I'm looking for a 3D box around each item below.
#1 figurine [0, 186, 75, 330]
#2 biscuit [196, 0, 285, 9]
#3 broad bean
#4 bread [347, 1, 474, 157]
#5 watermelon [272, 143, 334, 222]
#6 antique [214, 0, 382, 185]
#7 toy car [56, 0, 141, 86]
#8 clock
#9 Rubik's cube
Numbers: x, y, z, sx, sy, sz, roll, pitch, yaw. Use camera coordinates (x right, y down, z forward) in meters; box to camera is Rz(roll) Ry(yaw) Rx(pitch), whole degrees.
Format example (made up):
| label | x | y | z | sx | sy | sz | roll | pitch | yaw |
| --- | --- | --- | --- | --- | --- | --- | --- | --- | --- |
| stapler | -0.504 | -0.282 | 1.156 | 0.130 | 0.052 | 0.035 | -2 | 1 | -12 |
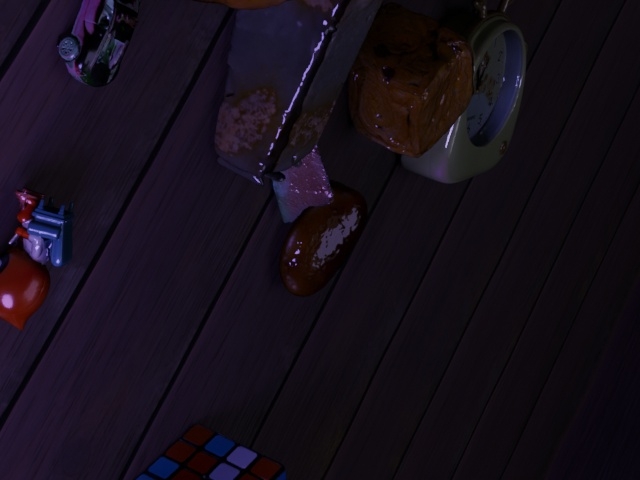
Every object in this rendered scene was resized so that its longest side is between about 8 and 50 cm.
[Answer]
| label | x | y | z | sx | sy | sz | roll | pitch | yaw |
| --- | --- | --- | --- | --- | --- | --- | --- | --- | --- |
| figurine | -0.297 | 0.021 | 1.509 | 0.068 | 0.075 | 0.140 | -79 | -171 | -88 |
| biscuit | -0.057 | -0.356 | 1.515 | 0.296 | 0.296 | 0.102 | 44 | 27 | -61 |
| broad bean | 0.000 | 0.000 | 2.037 | 0.165 | 0.084 | 0.114 | -53 | 133 | -16 |
| bread | 0.121 | -0.218 | 2.031 | 0.143 | 0.149 | 0.158 | -47 | 146 | -30 |
| watermelon | -0.018 | -0.114 | 1.942 | 0.101 | 0.080 | 0.155 | -56 | 136 | -42 |
| antique | -0.037 | -0.204 | 1.779 | 0.125 | 0.150 | 0.284 | -20 | 134 | -57 |
| toy car | -0.216 | -0.226 | 1.509 | 0.069 | 0.055 | 0.142 | 20 | 88 | -62 |
| clock | 0.231 | -0.249 | 2.263 | 0.235 | 0.096 | 0.308 | -19 | 125 | -55 |
| Rubik's cube | -0.145 | 0.364 | 1.941 | 0.151 | 0.155 | 0.154 | -42 | 142 | -41 |
